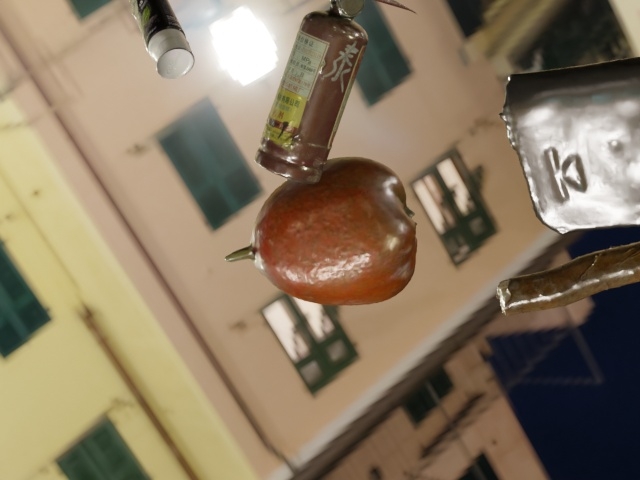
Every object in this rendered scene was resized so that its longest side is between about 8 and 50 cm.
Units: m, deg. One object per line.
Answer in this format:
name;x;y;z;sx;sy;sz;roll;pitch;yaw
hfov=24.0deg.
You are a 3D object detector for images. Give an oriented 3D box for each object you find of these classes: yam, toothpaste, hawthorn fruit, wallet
yam;0.333;0.041;1.846;0.241;0.057;0.057;-17;-156;9
toothpaste;-0.191;-0.258;1.718;0.045;0.071;0.193;-2;-134;-26
hawthorn fruit;0.000;0.000;1.949;0.251;0.199;0.199;-15;-159;-4
wallet;0.376;-0.107;1.612;0.377;0.197;0.051;-4;-160;36

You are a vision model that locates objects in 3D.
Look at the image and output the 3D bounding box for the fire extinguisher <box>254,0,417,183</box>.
fire extinguisher;0.017;-0.185;1.585;0.075;0.106;0.252;34;-72;51
